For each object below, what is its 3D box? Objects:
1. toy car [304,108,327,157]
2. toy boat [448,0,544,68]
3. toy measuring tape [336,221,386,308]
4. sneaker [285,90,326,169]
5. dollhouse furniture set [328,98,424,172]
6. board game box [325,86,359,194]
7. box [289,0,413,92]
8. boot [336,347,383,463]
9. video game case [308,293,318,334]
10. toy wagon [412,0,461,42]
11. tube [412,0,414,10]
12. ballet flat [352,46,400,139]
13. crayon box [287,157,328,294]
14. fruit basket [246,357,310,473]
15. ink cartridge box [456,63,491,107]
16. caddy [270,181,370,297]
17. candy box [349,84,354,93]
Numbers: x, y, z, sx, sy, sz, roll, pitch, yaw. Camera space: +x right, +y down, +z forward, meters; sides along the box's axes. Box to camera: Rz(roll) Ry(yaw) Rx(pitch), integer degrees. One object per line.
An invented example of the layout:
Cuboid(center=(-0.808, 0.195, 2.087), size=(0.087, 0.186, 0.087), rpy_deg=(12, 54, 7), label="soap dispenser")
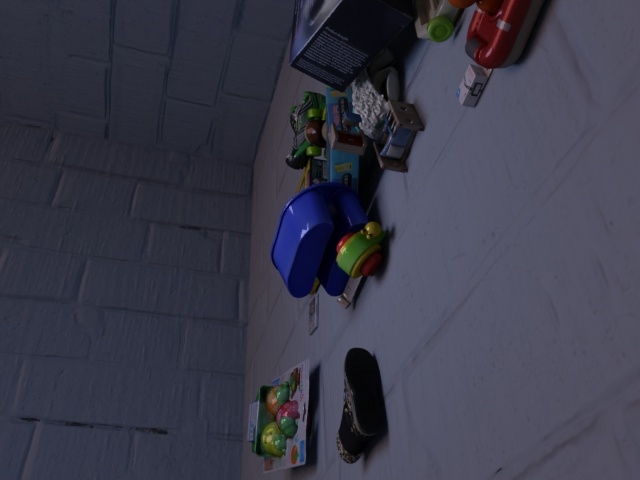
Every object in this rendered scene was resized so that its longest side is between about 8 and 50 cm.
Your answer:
Cuboid(center=(0.054, -0.358, 2.115), size=(0.188, 0.149, 0.154), rpy_deg=(2, 90, 49), label="toy car")
Cuboid(center=(0.284, -0.416, 1.083), size=(0.151, 0.151, 0.231), rpy_deg=(-104, 26, -57), label="toy boat")
Cuboid(center=(0.079, 0.080, 1.661), size=(0.121, 0.122, 0.330), rpy_deg=(-95, 20, -45), label="toy measuring tape")
Cuboid(center=(-0.058, -0.392, 2.284), size=(0.134, 0.146, 0.343), rpy_deg=(108, -177, -56), label="sneaker")
Cuboid(center=(0.130, -0.261, 1.541), size=(0.129, 0.184, 0.129), rpy_deg=(-100, 23, -53), label="dollhouse furniture set")
Cuboid(center=(0.061, -0.225, 1.830), size=(0.336, 0.079, 0.253), rpy_deg=(89, 178, -50), label="board game box")
Cuboid(center=(0.072, -0.600, 1.626), size=(0.294, 0.183, 0.296), rpy_deg=(-38, 40, 45), label="box")
Cuboid(center=(0.081, 0.396, 1.539), size=(0.236, 0.085, 0.178), rpy_deg=(-97, 18, -46), label="boot")
Cuboid(center=(-0.024, 0.255, 2.204), size=(0.087, 0.011, 0.121), rpy_deg=(120, 155, -58), label="video game case")
Cuboid(center=(0.286, -0.606, 1.378), size=(0.344, 0.068, 0.267), rpy_deg=(116, 158, -48), label="toy wagon")
Cuboid(center=(0.238, -0.696, 1.654), size=(0.070, 0.062, 0.240), rpy_deg=(40, -134, -64), label="tube")
Cuboid(center=(0.154, -0.444, 1.747), size=(0.147, 0.147, 0.408), rpy_deg=(116, 155, -50), label="ballet flat")
Cuboid(center=(-0.031, -0.048, 2.227), size=(0.313, 0.106, 0.362), rpy_deg=(113, 161, -49), label="crayon box")
Cuboid(center=(-0.124, 0.579, 2.095), size=(0.353, 0.166, 0.326), rpy_deg=(130, 146, -59), label="fruit basket")
Cuboid(center=(0.294, -0.304, 1.230), size=(0.048, 0.028, 0.083), rpy_deg=(-98, 22, -48), label="ink cartridge box")
Cuboid(center=(0.000, 0.000, 1.760), size=(0.179, 0.242, 0.341), rpy_deg=(-117, 36, -44), label="caddy")
Cuboid(center=(0.108, -0.479, 2.047), size=(0.186, 0.053, 0.109), rpy_deg=(-100, 23, -49), label="candy box")
